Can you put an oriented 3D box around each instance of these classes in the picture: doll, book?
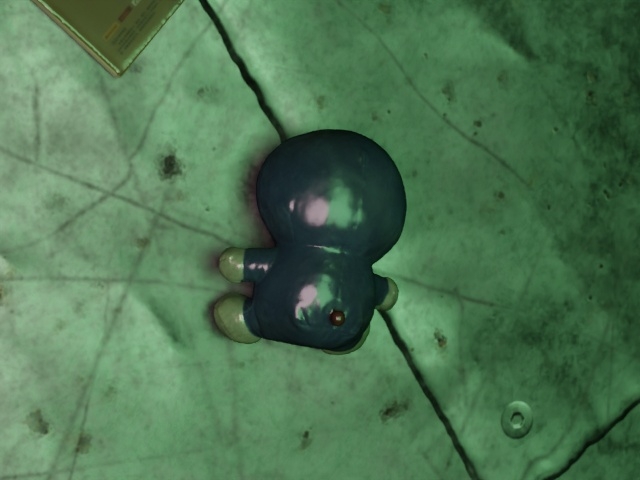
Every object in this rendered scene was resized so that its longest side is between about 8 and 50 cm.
[{"bbox_3d":[0.000,0.000,2.068,0.228,0.154,0.259,11,80,-22],"label":"doll"},{"bbox_3d":[-0.270,-0.363,1.982,0.310,0.021,0.217,43,75,-21],"label":"book"}]
